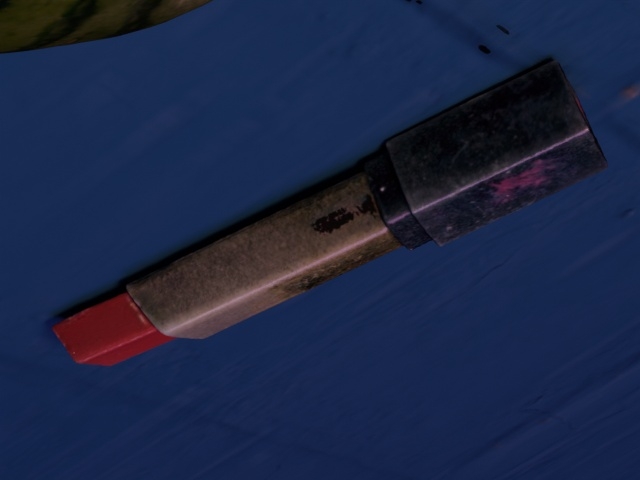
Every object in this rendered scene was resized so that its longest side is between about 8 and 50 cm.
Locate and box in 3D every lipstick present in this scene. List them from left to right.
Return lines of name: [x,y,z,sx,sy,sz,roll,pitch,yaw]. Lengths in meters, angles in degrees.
lipstick: [0.000,0.000,0.933,0.312,0.051,0.051,-26,152,11]

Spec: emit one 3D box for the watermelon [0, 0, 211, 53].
watermelon: [-0.084,-0.156,0.499,0.330,0.189,0.331,-10,148,-6]
